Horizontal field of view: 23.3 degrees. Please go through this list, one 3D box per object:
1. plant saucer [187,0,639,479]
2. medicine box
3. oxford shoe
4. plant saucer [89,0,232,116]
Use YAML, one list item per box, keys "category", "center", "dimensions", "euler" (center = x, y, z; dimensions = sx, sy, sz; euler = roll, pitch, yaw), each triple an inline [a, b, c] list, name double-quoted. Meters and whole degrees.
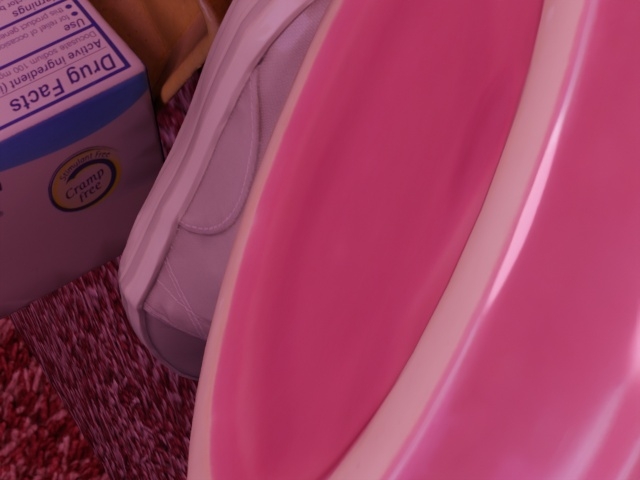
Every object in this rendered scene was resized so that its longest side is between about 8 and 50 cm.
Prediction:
- category: "plant saucer"
  center: [0.046, -0.008, 0.436]
  dimensions: [0.084, 0.332, 0.332]
  euler: [22, 169, -15]
- category: "medicine box"
  center: [-0.278, -0.082, 0.987]
  dimensions: [0.289, 0.263, 0.149]
  euler: [49, 159, 34]
- category: "oxford shoe"
  center: [0.000, 0.000, 0.788]
  dimensions: [0.130, 0.169, 0.449]
  euler: [55, 156, 13]
- category: "plant saucer"
  center: [-0.143, -0.241, 0.941]
  dimensions: [0.333, 0.081, 0.333]
  euler: [62, 163, -1]
